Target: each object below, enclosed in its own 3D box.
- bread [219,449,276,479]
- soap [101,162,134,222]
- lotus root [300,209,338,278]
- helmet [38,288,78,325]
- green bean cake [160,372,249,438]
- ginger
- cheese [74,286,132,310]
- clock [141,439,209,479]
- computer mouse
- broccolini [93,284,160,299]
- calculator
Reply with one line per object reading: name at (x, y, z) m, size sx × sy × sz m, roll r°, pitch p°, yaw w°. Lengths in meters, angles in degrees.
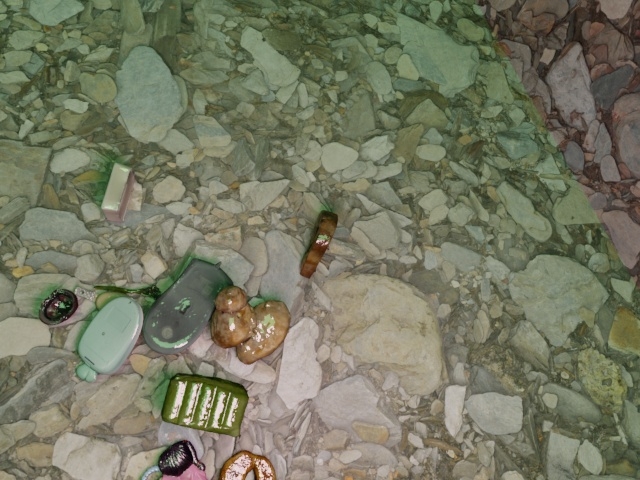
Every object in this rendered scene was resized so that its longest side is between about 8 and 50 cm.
bread at (-0.234, 0.775, 1.457) m, size 0.193 × 0.064 × 0.194 m, roll 7°, pitch 64°, yaw -14°
soap at (-0.717, -0.169, 1.622) m, size 0.063 × 0.121 × 0.183 m, roll 12°, pitch 68°, yaw -12°
lotus root at (0.000, 0.000, 1.733) m, size 0.074 × 0.170 × 0.261 m, roll 24°, pitch 62°, yaw -9°
helmet at (-0.845, 0.220, 1.483) m, size 0.098 × 0.070 × 0.123 m, roll 32°, pitch 74°, yaw 5°
green bean cake at (-0.355, 0.502, 1.414) m, size 0.246 × 0.250 × 0.157 m, roll 15°, pitch 69°, yaw -8°
ginger at (-0.251, 0.280, 1.528) m, size 0.304 × 0.155 × 0.245 m, roll 33°, pitch 91°, yaw -40°
cheese at (-0.732, 0.202, 1.532) m, size 0.191 × 0.037 × 0.097 m, roll 23°, pitch 78°, yaw -3°
clock at (-0.442, 0.740, 1.394) m, size 0.193 × 0.100 × 0.196 m, roll -33°, pitch 75°, yaw -22°
computer mouse at (-0.449, 0.223, 1.557) m, size 0.188 × 0.122 × 0.371 m, roll 34°, pitch 62°, yaw -1°
broccolini at (-0.663, 0.177, 1.568) m, size 0.217 × 0.042 × 0.044 m, roll 2°, pitch 44°, yaw -9°
calculator at (-0.682, 0.318, 1.460) m, size 0.183 × 0.042 × 0.295 m, roll 28°, pitch 83°, yaw 21°
